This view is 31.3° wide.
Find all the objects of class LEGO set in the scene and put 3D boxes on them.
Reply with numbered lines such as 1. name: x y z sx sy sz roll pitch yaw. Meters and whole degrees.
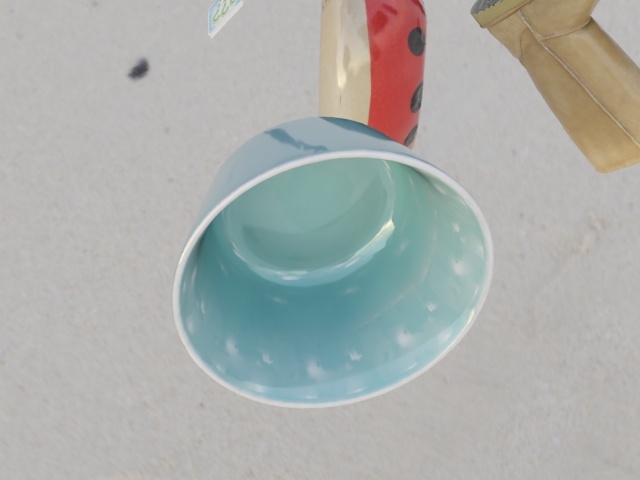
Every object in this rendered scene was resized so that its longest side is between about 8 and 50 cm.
1. LEGO set: -0.086 -0.389 1.396 0.244 0.060 0.182 -36 46 41

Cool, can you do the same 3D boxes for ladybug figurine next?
1. ladybug figurine: 0.078 -0.256 1.805 0.162 0.449 0.305 2 56 0

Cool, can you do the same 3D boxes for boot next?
1. boot: 0.336 -0.219 1.317 0.236 0.269 0.089 -20 31 51

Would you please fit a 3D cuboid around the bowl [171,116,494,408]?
1. bowl: 0.000 0.000 1.140 0.311 0.311 0.163 -20 40 2
